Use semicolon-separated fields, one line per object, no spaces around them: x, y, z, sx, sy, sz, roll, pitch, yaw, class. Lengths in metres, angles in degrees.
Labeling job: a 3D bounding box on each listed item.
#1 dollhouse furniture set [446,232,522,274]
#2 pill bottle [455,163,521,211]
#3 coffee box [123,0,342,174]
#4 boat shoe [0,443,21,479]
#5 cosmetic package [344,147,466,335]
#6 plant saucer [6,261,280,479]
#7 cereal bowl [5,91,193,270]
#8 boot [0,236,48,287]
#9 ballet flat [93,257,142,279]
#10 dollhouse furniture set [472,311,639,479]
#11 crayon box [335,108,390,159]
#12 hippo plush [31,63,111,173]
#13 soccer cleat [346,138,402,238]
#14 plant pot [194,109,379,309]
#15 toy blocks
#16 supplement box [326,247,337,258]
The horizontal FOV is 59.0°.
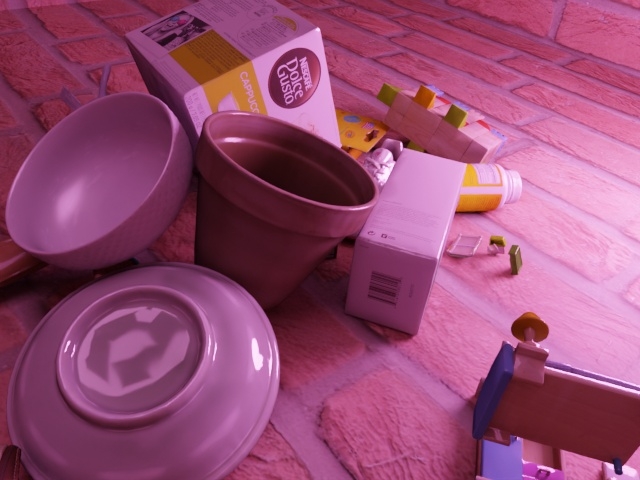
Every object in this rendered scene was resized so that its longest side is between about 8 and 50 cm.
0.364;0.032;1.249;0.152;0.058;0.076;6;40;34;dollhouse furniture set
0.373;-0.129;1.385;0.215;0.117;0.117;-1;38;-9;pill bottle
-0.194;-0.346;1.344;0.335;0.337;0.338;-32;51;-16;coffee box
-0.369;0.366;0.674;0.095;0.095;0.257;6;41;-23;boat shoe
0.178;-0.014;1.146;0.155;0.196;0.365;16;40;13;cosmetic package
-0.261;0.178;0.827;0.401;0.100;0.400;1;54;-1;plant saucer
-0.364;-0.090;0.993;0.339;0.141;0.338;-11;58;18;cereal bowl
-0.599;0.009;1.101;0.270;0.089;0.236;-27;30;-24;boot
-0.314;0.112;1.007;0.343;0.116;0.124;27;61;20;ballet flat
0.357;0.220;0.769;0.287;0.303;0.198;13;39;9;dollhouse furniture set
0.016;-0.297;1.590;0.319;0.081;0.202;20;40;19;crayon box
-0.473;-0.174;1.259;0.235;0.236;0.294;-31;62;-8;hippo plush
0.115;-0.134;1.336;0.116;0.143;0.331;17;39;15;soccer cleat
-0.100;-0.038;1.031;0.324;0.280;0.323;22;27;-12;plant pot
0.366;-0.317;1.593;0.381;0.190;0.261;38;34;17;toy blocks
0.000;0.000;1.227;0.055;0.043;0.083;-5;39;-14;supplement box
